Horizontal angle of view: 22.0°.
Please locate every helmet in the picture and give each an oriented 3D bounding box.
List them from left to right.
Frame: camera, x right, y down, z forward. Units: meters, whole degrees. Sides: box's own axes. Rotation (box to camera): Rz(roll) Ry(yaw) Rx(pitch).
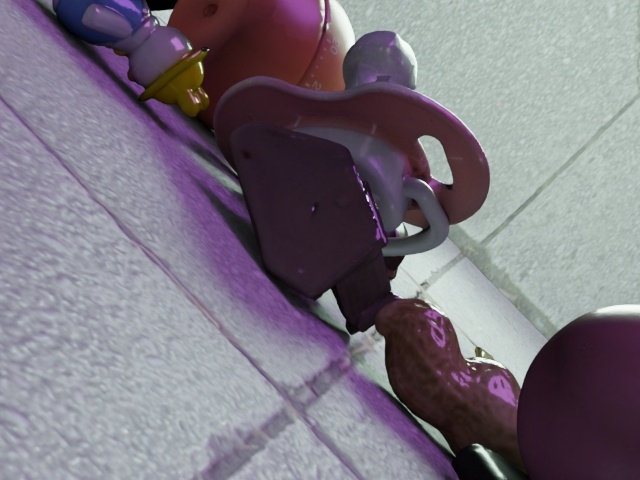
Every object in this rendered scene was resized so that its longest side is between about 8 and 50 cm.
[{"bbox_3d":[0.088,-0.008,2.356,0.098,0.070,0.123,38,9,-50],"label":"helmet"}]

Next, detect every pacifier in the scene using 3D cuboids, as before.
[{"bbox_3d":[0.039,-0.114,1.870,0.332,0.273,0.220,4,-2,25],"label":"pacifier"}]

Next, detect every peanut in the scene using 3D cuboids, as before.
[{"bbox_3d":[0.138,0.150,1.628,0.228,0.104,0.085,43,-26,-3],"label":"peanut"}]

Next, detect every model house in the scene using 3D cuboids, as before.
[{"bbox_3d":[0.005,-0.006,1.696,0.188,0.122,0.229,58,8,-55],"label":"model house"}]

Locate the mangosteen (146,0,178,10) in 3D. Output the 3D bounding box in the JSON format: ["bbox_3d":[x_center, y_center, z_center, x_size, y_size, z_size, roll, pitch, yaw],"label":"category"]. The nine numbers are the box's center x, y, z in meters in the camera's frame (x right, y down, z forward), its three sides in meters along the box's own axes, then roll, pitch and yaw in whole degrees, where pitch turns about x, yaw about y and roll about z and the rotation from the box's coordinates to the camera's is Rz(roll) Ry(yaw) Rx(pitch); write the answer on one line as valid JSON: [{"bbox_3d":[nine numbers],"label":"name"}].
[{"bbox_3d":[-0.225,-0.432,2.156,0.297,0.297,0.313,41,29,-30],"label":"mangosteen"}]

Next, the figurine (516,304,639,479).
[{"bbox_3d":[0.291,0.151,1.479,0.211,0.261,0.269,31,27,-11],"label":"figurine"}]

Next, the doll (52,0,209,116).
[{"bbox_3d":[-0.209,-0.230,1.790,0.241,0.099,0.135,46,-16,-3],"label":"doll"}]

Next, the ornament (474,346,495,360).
[{"bbox_3d":[0.264,0.231,2.095,0.201,0.059,0.180,41,9,-10],"label":"ornament"}]

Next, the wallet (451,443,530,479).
[{"bbox_3d":[0.242,0.329,1.417,0.197,0.051,0.377,40,10,-32],"label":"wallet"}]

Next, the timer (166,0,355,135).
[{"bbox_3d":[-0.073,-0.231,2.041,0.215,0.229,0.229,40,9,-40],"label":"timer"}]
